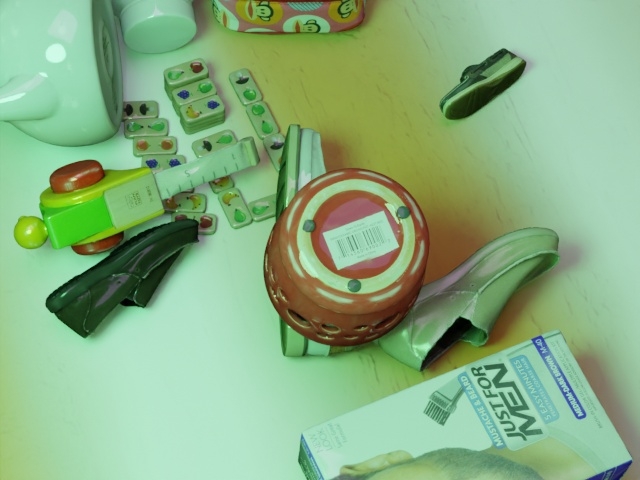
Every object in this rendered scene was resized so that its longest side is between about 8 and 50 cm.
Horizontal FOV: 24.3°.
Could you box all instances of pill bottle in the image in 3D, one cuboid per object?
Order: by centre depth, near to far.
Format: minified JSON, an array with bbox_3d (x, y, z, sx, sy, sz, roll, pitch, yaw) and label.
[{"bbox_3d":[-0.242,-0.387,2.043,0.136,0.136,0.245,-10,69,-9],"label":"pill bottle"}]

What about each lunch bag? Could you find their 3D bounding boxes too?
[{"bbox_3d":[-0.059,-0.428,2.102,0.258,0.120,0.293,0,59,1],"label":"lunch bag"}]

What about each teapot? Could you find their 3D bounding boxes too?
[{"bbox_3d":[-0.363,-0.235,1.907,0.187,0.256,0.252,-6,77,3],"label":"teapot"}]

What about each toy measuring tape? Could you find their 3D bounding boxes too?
[{"bbox_3d":[-0.241,-0.066,1.887,0.330,0.121,0.121,-24,64,-25],"label":"toy measuring tape"}]

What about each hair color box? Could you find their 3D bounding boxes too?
[{"bbox_3d":[0.164,0.254,1.721,0.339,0.110,0.185,-21,64,-13],"label":"hair color box"}]

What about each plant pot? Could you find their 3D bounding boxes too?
[{"bbox_3d":[0.032,0.013,1.712,0.191,0.174,0.191,1,73,-4],"label":"plant pot"}]

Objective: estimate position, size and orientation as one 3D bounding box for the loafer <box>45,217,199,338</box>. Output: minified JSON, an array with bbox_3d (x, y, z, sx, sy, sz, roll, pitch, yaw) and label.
[{"bbox_3d":[-0.235,0.047,1.846,0.220,0.080,0.078,-34,100,-21],"label":"loafer"}]

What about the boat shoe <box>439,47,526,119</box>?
[{"bbox_3d":[0.214,-0.214,2.028,0.152,0.056,0.049,-31,61,-29],"label":"boat shoe"}]

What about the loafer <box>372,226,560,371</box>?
[{"bbox_3d":[0.191,0.078,1.834,0.269,0.102,0.092,-30,67,-9],"label":"loafer"}]

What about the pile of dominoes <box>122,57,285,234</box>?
[{"bbox_3d":[-0.144,-0.126,1.961,0.196,0.040,0.251,-20,63,-15],"label":"pile of dominoes"}]

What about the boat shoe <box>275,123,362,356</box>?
[{"bbox_3d":[0.000,0.000,1.861,0.103,0.113,0.302,1,72,-8],"label":"boat shoe"}]
